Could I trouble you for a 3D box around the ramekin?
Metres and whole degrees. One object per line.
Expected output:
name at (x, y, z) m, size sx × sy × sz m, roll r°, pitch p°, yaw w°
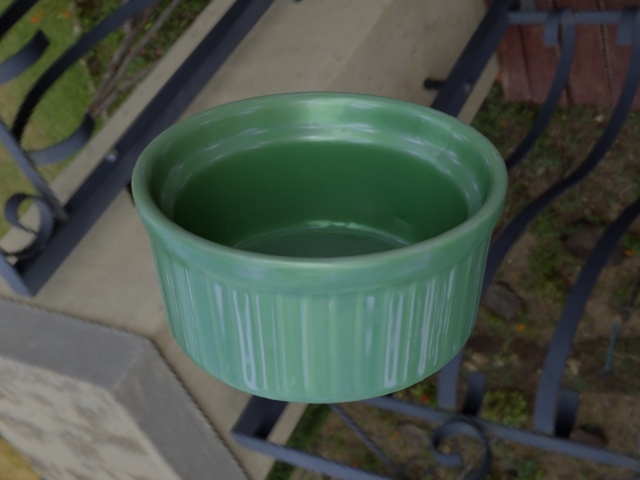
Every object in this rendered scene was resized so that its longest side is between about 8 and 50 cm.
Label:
ramekin at (0.000, 0.000, 0.865) m, size 0.303 × 0.303 × 0.148 m, roll 16°, pitch 125°, yaw 25°
